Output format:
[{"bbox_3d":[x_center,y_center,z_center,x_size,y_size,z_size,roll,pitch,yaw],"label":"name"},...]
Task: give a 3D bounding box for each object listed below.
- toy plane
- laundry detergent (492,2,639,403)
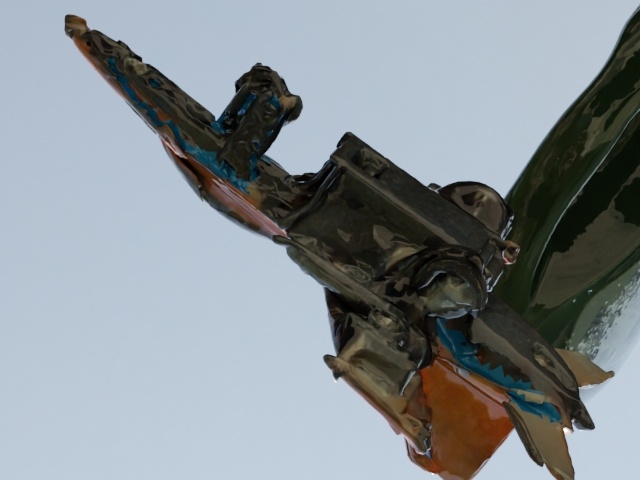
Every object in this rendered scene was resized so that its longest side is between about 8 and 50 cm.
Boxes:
[{"bbox_3d":[0.007,-0.008,0.468,0.188,0.062,0.135,48,-154,-2],"label":"toy plane"},{"bbox_3d":[0.122,-0.035,0.630,0.063,0.211,0.137,40,-163,28],"label":"laundry detergent"}]
